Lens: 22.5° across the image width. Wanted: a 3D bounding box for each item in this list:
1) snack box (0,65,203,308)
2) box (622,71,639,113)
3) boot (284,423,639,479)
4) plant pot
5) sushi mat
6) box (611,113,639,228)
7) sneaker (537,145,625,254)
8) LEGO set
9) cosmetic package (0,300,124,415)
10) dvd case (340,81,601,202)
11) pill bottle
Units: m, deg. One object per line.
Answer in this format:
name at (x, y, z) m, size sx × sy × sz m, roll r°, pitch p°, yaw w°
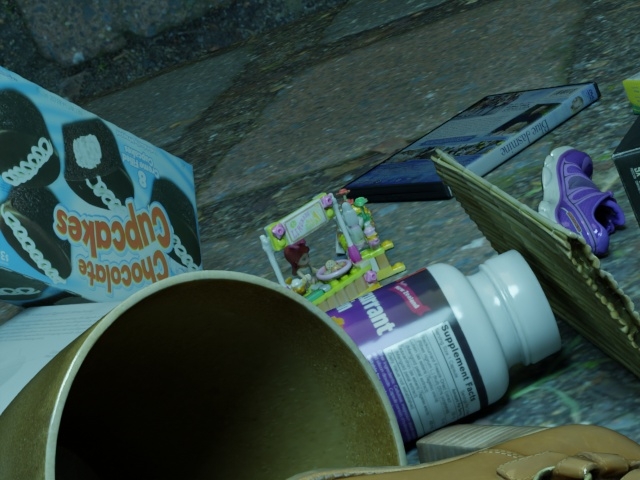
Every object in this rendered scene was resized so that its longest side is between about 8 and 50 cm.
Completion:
snack box at (-0.215, -0.022, 1.429) m, size 0.060 × 0.187 × 0.322 m, roll -17°, pitch -22°, yaw 25°
box at (0.393, -0.160, 1.588) m, size 0.105 × 0.043 × 0.179 m, roll -28°, pitch 14°, yaw -17°
boot at (0.091, 0.173, 0.811) m, size 0.220 × 0.109 × 0.283 m, roll 2°, pitch 14°, yaw 45°
plant pot at (-0.115, 0.159, 0.970) m, size 0.237 × 0.237 × 0.254 m, roll -36°, pitch 9°, yaw -38°
sushi mat at (0.162, 0.020, 1.123) m, size 0.019 × 0.151 × 0.316 m, roll -40°, pitch 17°, yaw -1°
box at (0.268, -0.011, 1.019) m, size 0.078 × 0.180 × 0.147 m, roll -15°, pitch 17°, yaw 32°
sneaker at (0.225, -0.026, 1.380) m, size 0.071 × 0.068 × 0.170 m, roll -3°, pitch 29°, yaw 12°
LEGO set at (0.000, 0.000, 1.491) m, size 0.132 × 0.107 × 0.287 m, roll -12°, pitch 19°, yaw 35°
cosmetic package at (-0.214, 0.155, 1.227) m, size 0.224 × 0.138 × 0.225 m, roll -6°, pitch 24°, yaw 47°
dvd case at (0.165, -0.107, 1.770) m, size 0.253 × 0.022 × 0.180 m, roll -33°, pitch 18°, yaw -32°
pill bottle at (0.066, 0.081, 1.134) m, size 0.194 × 0.108 × 0.108 m, roll -24°, pitch 16°, yaw -4°
